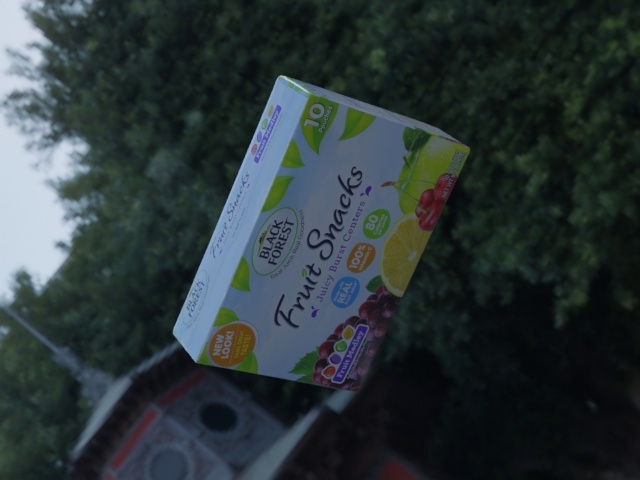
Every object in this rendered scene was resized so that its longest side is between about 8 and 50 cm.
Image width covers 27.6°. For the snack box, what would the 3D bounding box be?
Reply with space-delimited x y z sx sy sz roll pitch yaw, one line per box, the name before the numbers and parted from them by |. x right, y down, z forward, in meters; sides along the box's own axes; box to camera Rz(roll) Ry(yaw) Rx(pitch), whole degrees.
snack box | 0.000 0.000 0.642 0.100 0.037 0.141 15 -74 -32
